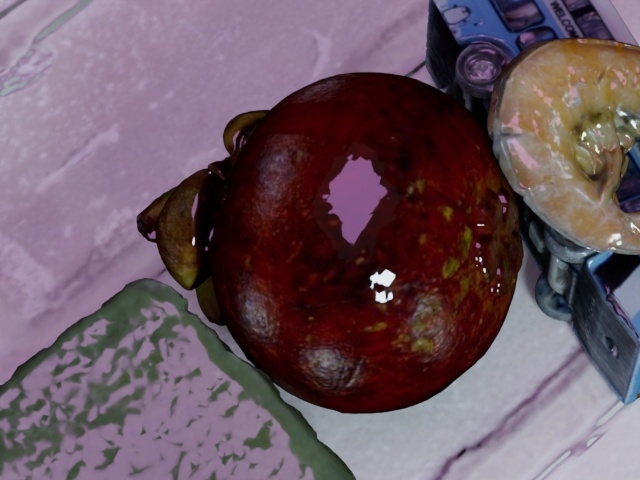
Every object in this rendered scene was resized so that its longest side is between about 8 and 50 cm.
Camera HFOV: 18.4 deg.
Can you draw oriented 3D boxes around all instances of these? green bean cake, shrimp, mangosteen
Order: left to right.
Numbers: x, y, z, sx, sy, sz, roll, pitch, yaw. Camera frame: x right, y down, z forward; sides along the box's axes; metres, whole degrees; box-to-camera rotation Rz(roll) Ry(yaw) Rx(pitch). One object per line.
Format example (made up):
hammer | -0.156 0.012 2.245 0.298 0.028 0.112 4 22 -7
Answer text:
green bean cake | -0.106 0.168 1.201 0.222 0.125 0.227 -38 66 -11
mangosteen | 0.000 0.000 1.257 0.257 0.215 0.215 2 58 30
shrimp | 0.221 -0.055 1.241 0.251 0.052 0.143 2 71 -13

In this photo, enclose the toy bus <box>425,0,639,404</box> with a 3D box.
toy bus | 0.179 -0.047 1.318 0.131 0.106 0.297 -20 62 -10
